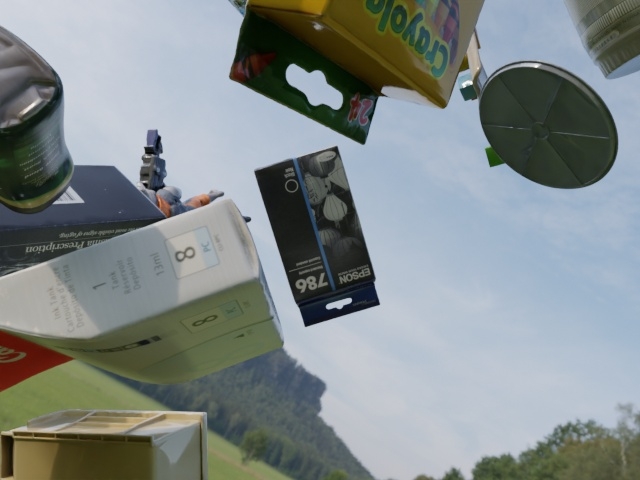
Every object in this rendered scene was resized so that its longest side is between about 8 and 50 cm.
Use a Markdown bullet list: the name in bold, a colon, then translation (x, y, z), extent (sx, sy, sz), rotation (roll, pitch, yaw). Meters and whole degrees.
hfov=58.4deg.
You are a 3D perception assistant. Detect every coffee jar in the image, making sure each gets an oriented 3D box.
- **coffee jar**: translation (-0.265, -0.092, 0.487), extent (0.096, 0.079, 0.184), rotation (40, -26, -3)

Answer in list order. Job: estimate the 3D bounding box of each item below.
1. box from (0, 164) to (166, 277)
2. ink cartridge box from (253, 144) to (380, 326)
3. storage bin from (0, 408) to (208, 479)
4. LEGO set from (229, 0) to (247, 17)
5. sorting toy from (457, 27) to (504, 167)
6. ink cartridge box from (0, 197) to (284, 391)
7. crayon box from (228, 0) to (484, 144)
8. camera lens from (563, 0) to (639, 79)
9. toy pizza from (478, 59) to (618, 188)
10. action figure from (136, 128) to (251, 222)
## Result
- **box**: translation (-0.482, 0.050, 0.945), extent (0.179, 0.312, 0.343), rotation (41, 27, 25)
- **ink cartridge box**: translation (0.000, 0.000, 1.088), extent (0.065, 0.166, 0.332), rotation (-114, -174, -80)
- **storage bin**: translation (-0.296, 0.378, 0.780), extent (0.261, 0.262, 0.123), rotation (-4, -4, 18)
- **LEGO set**: translation (-0.171, -0.629, 1.407), extent (0.244, 0.182, 0.060), rotation (47, -19, -5)
- **sorting toy**: translation (0.280, -0.280, 1.034), extent (0.047, 0.347, 0.196), rotation (-14, -40, 21)
- **ink cartridge box**: translation (-0.235, 0.114, 0.586), extent (0.308, 0.385, 0.091), rotation (90, -23, -70)
- **crayon box**: translation (0.065, -0.242, 0.457), extent (0.081, 0.318, 0.202), rotation (23, 7, 35)
- **camera lens**: translation (0.532, -0.446, 0.975), extent (0.219, 0.220, 0.274), rotation (-31, -101, 64)
- **toy pizza**: translation (0.303, -0.155, 0.768), extent (0.201, 0.032, 0.201), rotation (40, -22, 20)
- **action figure**: translation (-0.329, -0.093, 1.358), extent (0.179, 0.340, 0.330), rotation (0, -3, 28)
